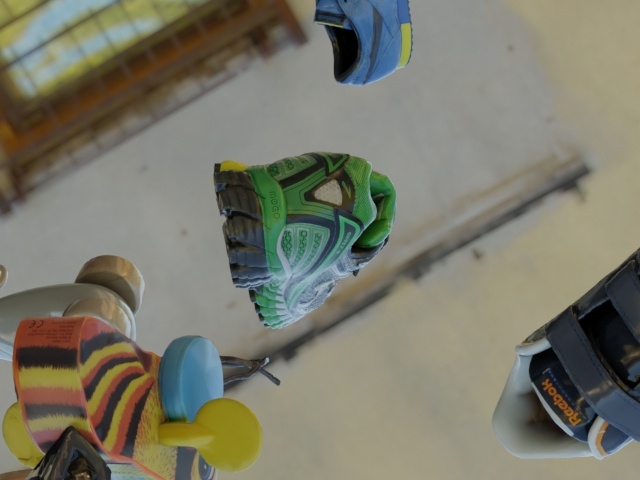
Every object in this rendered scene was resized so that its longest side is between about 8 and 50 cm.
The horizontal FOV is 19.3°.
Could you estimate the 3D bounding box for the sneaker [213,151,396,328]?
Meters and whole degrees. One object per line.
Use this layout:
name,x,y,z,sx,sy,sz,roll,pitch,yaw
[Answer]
sneaker,0.000,0.000,1.668,0.146,0.134,0.343,-9,174,3

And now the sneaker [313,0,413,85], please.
sneaker,0.031,-0.244,1.720,0.082,0.209,0.069,-21,-156,-35

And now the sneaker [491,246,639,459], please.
sneaker,0.244,0.085,1.448,0.127,0.126,0.321,-23,160,-34

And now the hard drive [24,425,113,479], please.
hard drive,-0.210,0.259,1.201,0.172,0.054,0.254,-49,-163,47

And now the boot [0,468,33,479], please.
boot,-0.198,0.338,1.723,0.109,0.283,0.220,-25,-130,45

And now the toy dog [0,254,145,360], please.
toy dog,-0.335,0.133,2.163,0.334,0.161,0.220,-3,-154,32

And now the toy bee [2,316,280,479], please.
toy bee,-0.112,0.147,1.349,0.195,0.162,0.298,-9,166,44
